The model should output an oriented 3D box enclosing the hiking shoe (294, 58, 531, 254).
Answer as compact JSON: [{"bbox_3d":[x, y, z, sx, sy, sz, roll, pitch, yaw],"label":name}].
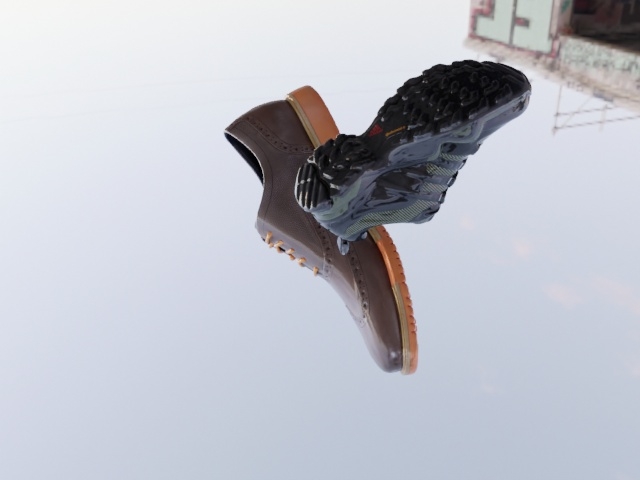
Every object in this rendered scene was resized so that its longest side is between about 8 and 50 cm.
[{"bbox_3d":[0.091,-0.076,0.657,0.226,0.114,0.086,-29,-131,8],"label":"hiking shoe"}]

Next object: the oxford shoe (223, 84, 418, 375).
[{"bbox_3d":[0.000,0.000,0.832,0.132,0.130,0.364,-22,-108,-10],"label":"oxford shoe"}]
